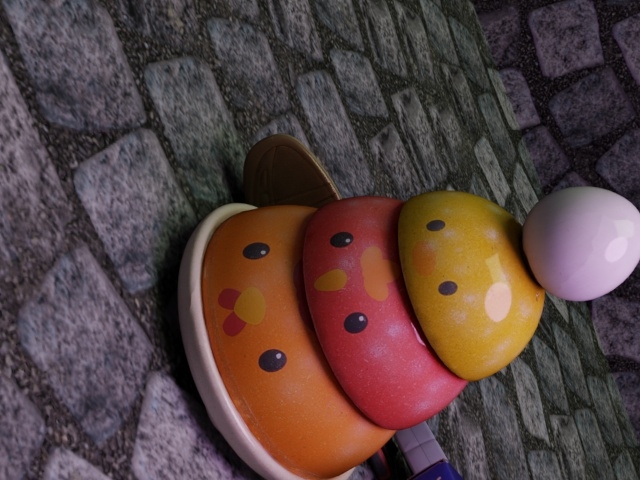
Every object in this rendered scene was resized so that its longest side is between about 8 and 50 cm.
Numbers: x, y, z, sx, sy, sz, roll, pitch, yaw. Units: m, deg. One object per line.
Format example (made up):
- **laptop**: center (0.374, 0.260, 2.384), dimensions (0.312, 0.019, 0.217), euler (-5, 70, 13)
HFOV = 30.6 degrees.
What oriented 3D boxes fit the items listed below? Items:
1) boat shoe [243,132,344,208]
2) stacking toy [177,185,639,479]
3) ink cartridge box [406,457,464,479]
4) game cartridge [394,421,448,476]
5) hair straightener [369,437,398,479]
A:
- **boat shoe**: center (0.000, 0.000, 1.559), dimensions (0.342, 0.123, 0.123), euler (59, 11, -22)
- **stacking toy**: center (0.117, 0.050, 1.275), dimensions (0.350, 0.479, 0.351), euler (45, 33, -39)
- **ink cartridge box**: center (0.169, 0.415, 1.194), dimensions (0.270, 0.151, 0.395), euler (53, 6, -38)
- **game cartridge**: center (0.183, 0.378, 1.537), dimensions (0.294, 0.060, 0.196), euler (-119, -173, -45)
- **hair straightener**: center (0.076, 0.247, 1.579), dimensions (0.230, 0.047, 0.089), euler (61, 24, -18)
